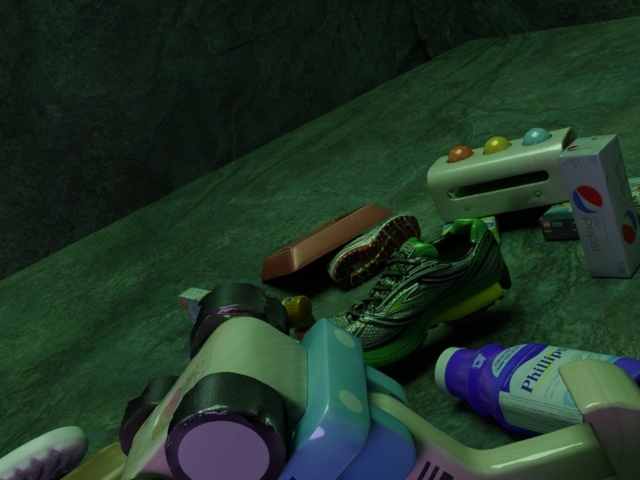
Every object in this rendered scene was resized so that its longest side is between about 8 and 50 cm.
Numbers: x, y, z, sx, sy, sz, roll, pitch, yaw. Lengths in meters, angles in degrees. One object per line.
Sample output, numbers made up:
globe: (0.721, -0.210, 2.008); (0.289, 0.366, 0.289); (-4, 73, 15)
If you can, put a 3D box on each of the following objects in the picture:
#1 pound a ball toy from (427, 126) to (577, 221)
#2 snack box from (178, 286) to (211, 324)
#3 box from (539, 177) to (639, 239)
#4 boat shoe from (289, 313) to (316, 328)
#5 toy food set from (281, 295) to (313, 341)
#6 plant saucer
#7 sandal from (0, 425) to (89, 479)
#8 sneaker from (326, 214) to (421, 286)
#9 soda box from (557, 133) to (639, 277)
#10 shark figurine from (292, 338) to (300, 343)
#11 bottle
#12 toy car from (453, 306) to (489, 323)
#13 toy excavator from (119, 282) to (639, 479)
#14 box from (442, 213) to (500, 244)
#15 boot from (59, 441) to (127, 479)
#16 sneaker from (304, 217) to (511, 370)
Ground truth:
pound a ball toy: (0.355, -0.152, 1.610); (0.319, 0.135, 0.208); (-10, 21, 33)
snack box: (-0.200, 0.159, 1.500); (0.037, 0.141, 0.100); (-36, 23, -31)
box: (0.531, -0.059, 1.430); (0.233, 0.044, 0.159); (-2, 27, 45)
boat shoe: (-0.141, 0.204, 1.357); (0.302, 0.113, 0.103); (-35, 28, -30)
toy food set: (-0.075, 0.204, 1.264); (0.105, 0.111, 0.232); (-9, 54, 33)
plant saucer: (0.000, 0.000, 1.742); (0.258, 0.047, 0.259); (-30, 4, -20)
sandal: (-0.572, 0.389, 1.254); (0.416, 0.102, 0.169); (-22, -27, -24)
sneaker: (0.106, 0.010, 1.646); (0.225, 0.088, 0.093); (-28, 19, -18)
soda box: (0.439, -0.051, 1.245); (0.069, 0.216, 0.074); (0, 29, 45)
shark figurine: (0.025, 0.271, 1.069); (0.116, 0.166, 0.278); (-44, 33, 15)
bottle: (0.266, 0.183, 0.994); (0.118, 0.092, 0.283); (-37, 24, -31)
toy car: (0.168, 0.108, 1.369); (0.239, 0.053, 0.225); (-20, 19, 4)
toy excavator: (0.056, 0.220, 0.824); (0.433, 0.445, 0.222); (-52, 17, 19)
box: (0.299, -0.022, 1.592); (0.109, 0.042, 0.178); (-16, 19, 18)
boot: (-0.413, 0.400, 1.191); (0.236, 0.089, 0.269); (3, 28, 45)
sneaker: (0.119, 0.075, 1.216); (0.344, 0.146, 0.134); (-30, 29, -13)
